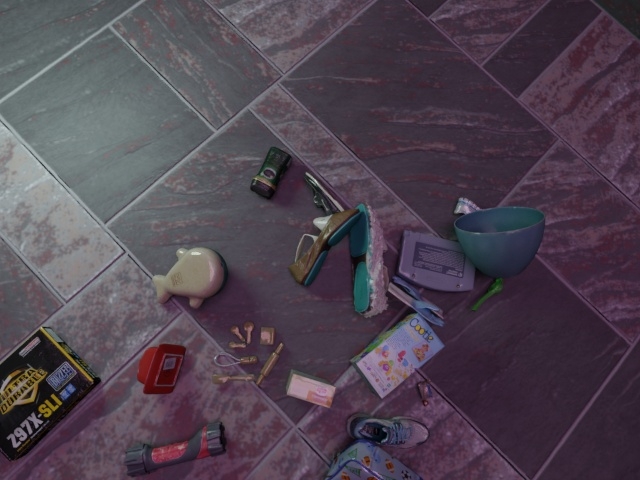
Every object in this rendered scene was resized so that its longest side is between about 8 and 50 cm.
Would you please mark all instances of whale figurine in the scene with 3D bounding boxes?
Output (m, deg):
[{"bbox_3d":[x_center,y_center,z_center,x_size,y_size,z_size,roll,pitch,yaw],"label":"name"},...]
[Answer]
[{"bbox_3d":[-0.444,0.130,1.490,0.272,0.141,0.216,-23,80,15],"label":"whale figurine"}]

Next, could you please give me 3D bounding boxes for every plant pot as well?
[{"bbox_3d":[0.629,0.015,1.509,0.290,0.290,0.196,-15,107,-9],"label":"plant pot"}]

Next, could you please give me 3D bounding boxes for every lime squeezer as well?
[{"bbox_3d":[0.632,0.132,1.613,0.109,0.059,0.311,15,68,4],"label":"lime squeezer"}]

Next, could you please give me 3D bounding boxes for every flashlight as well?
[{"bbox_3d":[-0.459,0.662,1.373,0.303,0.103,0.103,-9,52,-7],"label":"flashlight"}]

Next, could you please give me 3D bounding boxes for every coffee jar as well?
[{"bbox_3d":[-0.185,-0.250,1.607,0.096,0.079,0.184,28,76,-2],"label":"coffee jar"}]

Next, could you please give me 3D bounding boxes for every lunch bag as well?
[{"bbox_3d":[0.164,0.777,1.359,0.303,0.115,0.243,35,121,4],"label":"lunch bag"}]

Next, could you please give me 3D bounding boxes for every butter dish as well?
[{"bbox_3d":[-0.540,0.410,1.409,0.118,0.160,0.160,10,76,21],"label":"butter dish"}]

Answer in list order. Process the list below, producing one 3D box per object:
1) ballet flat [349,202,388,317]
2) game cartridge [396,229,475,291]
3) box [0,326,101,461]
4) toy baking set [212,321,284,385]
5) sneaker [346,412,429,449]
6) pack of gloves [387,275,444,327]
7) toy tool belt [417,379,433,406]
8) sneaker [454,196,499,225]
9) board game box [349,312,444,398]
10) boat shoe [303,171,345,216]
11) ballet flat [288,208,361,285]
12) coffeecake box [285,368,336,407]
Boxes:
[{"bbox_3d":[0.183,0.072,1.566,0.146,0.147,0.409,1,81,-5],"label":"ballet flat"},{"bbox_3d":[0.431,0.088,1.602,0.294,0.060,0.196,14,72,-6],"label":"game cartridge"},{"bbox_3d":[-0.922,0.483,1.377,0.257,0.079,0.322,44,77,3],"label":"box"},{"bbox_3d":[-0.252,0.401,1.487,0.196,0.030,0.256,27,76,4],"label":"toy baking set"},{"bbox_3d":[0.231,0.646,1.430,0.282,0.122,0.110,5,78,-4],"label":"sneaker"},{"bbox_3d":[0.348,0.199,1.508,0.232,0.195,0.046,37,109,4],"label":"pack of gloves"},{"bbox_3d":[0.375,0.532,1.506,0.051,0.052,0.083,-16,80,0],"label":"toy tool belt"},{"bbox_3d":[0.602,-0.084,1.662,0.190,0.071,0.083,31,85,9],"label":"sneaker"},{"bbox_3d":[0.258,0.389,1.479,0.275,0.142,0.144,-35,84,-11],"label":"board game box"},{"bbox_3d":[0.005,-0.158,1.608,0.079,0.084,0.233,-41,78,13],"label":"boat shoe"},{"bbox_3d":[0.000,0.000,1.538,0.124,0.116,0.342,38,97,18],"label":"ballet flat"},{"bbox_3d":[-0.036,0.480,1.408,0.142,0.185,0.068,18,76,-1],"label":"coffeecake box"}]
